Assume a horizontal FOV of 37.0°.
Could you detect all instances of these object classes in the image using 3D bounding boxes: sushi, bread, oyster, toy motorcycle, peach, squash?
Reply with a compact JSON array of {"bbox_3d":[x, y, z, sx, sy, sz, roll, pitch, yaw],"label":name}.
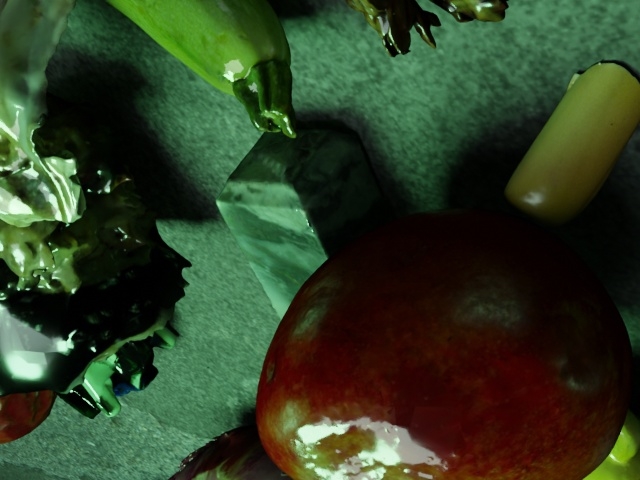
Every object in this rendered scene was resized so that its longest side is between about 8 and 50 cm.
[{"bbox_3d":[-0.246,-0.008,0.825,0.238,0.225,0.219,9,133,24],"label":"sushi"},{"bbox_3d":[0.158,-0.056,0.587,0.049,0.103,0.062,36,-168,16],"label":"bread"},{"bbox_3d":[-0.255,-0.167,0.666,0.275,0.100,0.271,24,106,1],"label":"oyster"},{"bbox_3d":[-0.321,0.055,1.069,0.331,0.125,0.196,43,148,-8],"label":"toy motorcycle"},{"bbox_3d":[0.075,0.081,0.611,0.243,0.243,0.199,-31,69,54],"label":"peach"},{"bbox_3d":[-0.066,-0.143,0.640,0.200,0.075,0.090,44,133,24],"label":"squash"}]

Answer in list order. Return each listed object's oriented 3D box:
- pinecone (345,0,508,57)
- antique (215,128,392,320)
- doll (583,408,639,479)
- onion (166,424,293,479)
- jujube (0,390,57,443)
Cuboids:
[{"bbox_3d":[0.054,-0.175,0.434,0.173,0.173,0.173,22,145,17],"label":"pinecone"},{"bbox_3d":[0.000,0.000,0.749,0.086,0.088,0.183,6,137,35],"label":"antique"},{"bbox_3d":[0.207,0.263,0.855,0.348,0.161,0.423,4,137,53],"label":"doll"},{"bbox_3d":[-0.052,0.396,1.062,0.358,0.358,0.345,7,140,35],"label":"onion"},{"bbox_3d":[-0.431,0.147,1.222,0.174,0.174,0.250,11,143,30],"label":"jujube"}]
